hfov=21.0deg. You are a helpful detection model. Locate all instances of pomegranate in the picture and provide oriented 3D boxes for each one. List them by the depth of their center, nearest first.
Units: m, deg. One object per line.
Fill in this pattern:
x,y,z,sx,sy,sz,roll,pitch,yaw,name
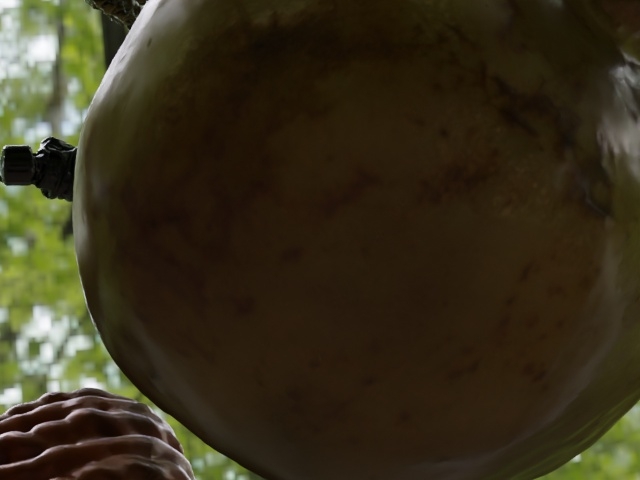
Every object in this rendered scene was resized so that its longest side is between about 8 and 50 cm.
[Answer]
0.031,-0.018,0.619,0.248,0.248,0.248,-7,-34,-4,pomegranate

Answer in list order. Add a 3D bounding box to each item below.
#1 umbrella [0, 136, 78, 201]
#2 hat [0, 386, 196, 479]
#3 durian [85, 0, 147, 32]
-0.175,-0.056,1.553,0.224,0.071,0.080,3,-4,-17,umbrella
-0.256,0.241,1.050,0.400,0.285,0.285,-7,-33,-15,hat
-0.228,-0.325,1.865,0.137,0.237,0.193,-35,2,5,durian
